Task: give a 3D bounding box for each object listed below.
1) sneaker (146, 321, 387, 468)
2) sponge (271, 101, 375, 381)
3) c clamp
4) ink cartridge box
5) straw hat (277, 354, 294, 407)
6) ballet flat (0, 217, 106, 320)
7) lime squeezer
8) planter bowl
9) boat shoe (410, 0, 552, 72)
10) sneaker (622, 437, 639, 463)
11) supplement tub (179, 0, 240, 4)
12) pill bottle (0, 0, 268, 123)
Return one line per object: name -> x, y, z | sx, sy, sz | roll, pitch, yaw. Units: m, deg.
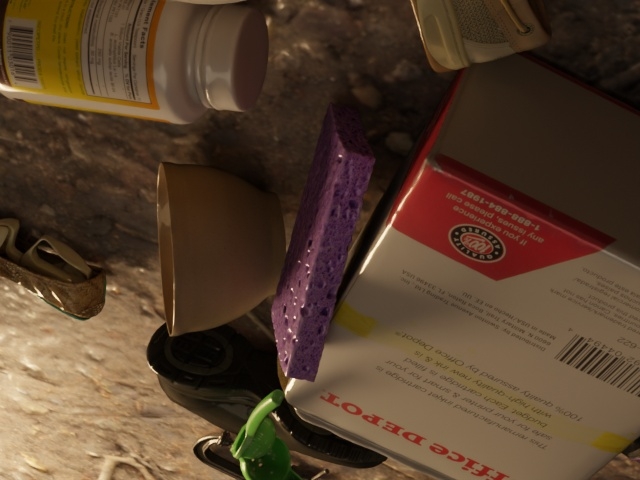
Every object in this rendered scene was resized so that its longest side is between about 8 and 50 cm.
sneaker -> -0.053, 0.177, 1.399 | 0.286, 0.109, 0.130 | 24, 150, 11
sponge -> 0.000, 0.000, 1.071 | 0.031, 0.117, 0.210 | 11, 113, -12
c clamp -> -0.079, 0.274, 1.577 | 0.161, 0.022, 0.137 | 24, 147, -4
ink cartridge box -> 0.163, 0.053, 1.088 | 0.279, 0.160, 0.384 | 26, 141, -3
straw hat -> 0.029, 0.129, 1.316 | 0.145, 0.144, 0.061 | 17, -177, 7
ballet flat -> -0.322, 0.014, 1.364 | 0.206, 0.073, 0.067 | 25, 114, -7
lime squeezer -> -0.046, 0.220, 1.275 | 0.110, 0.059, 0.310 | 33, 159, 34
planter bowl -> -0.091, 0.005, 1.178 | 0.109, 0.162, 0.162 | -3, 143, -12
boat shoe -> 0.089, -0.243, 0.833 | 0.098, 0.109, 0.302 | -8, 133, 16
sneaker -> 0.335, 0.137, 1.156 | 0.124, 0.107, 0.283 | 20, 142, 12
supplement tub -> -0.076, -0.237, 0.751 | 0.191, 0.191, 0.272 | 35, -178, -16
pill bottle -> -0.156, -0.159, 1.029 | 0.215, 0.117, 0.117 | 10, 140, 15
